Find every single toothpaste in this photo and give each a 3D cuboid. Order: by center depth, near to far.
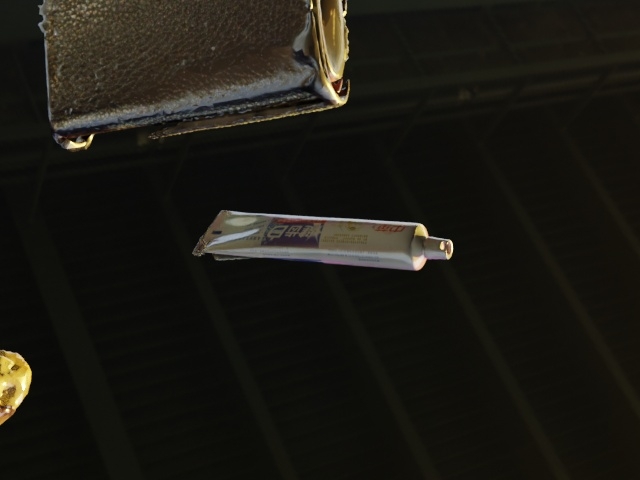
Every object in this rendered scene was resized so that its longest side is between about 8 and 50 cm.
[{"bbox_3d":[0.000,0.000,0.654,0.169,0.028,0.045,4,-134,27],"label":"toothpaste"}]

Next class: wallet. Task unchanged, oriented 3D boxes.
[{"bbox_3d":[-0.094,-0.205,0.752,0.071,0.220,0.262,13,-109,-67],"label":"wallet"}]

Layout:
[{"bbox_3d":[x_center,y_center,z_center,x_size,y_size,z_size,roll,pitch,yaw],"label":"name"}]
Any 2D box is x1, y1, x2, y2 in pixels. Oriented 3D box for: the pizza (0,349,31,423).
[{"bbox_3d":[-0.368,0.140,0.783,0.305,0.161,0.086,-17,-123,-12],"label":"pizza"}]
